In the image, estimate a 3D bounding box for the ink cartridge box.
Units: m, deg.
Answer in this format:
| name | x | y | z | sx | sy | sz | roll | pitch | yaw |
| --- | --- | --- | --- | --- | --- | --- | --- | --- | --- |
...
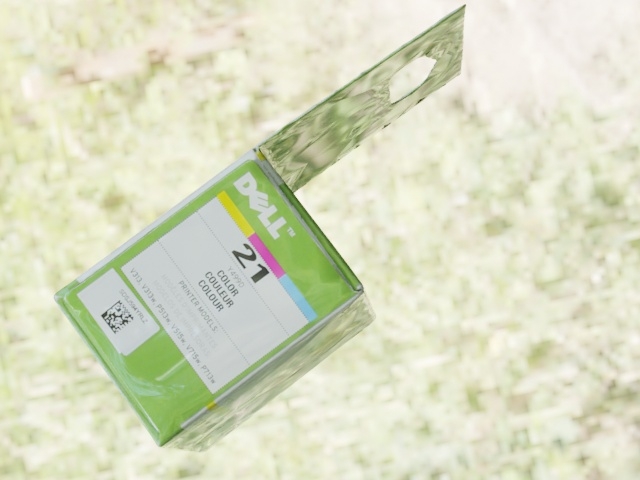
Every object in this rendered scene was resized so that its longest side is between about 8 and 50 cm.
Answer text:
| name | x | y | z | sx | sy | sz | roll | pitch | yaw |
| --- | --- | --- | --- | --- | --- | --- | --- | --- | --- |
| ink cartridge box | 0.000 | 0.000 | 1.044 | 0.097 | 0.255 | 0.189 | 54 | 179 | 8 |
